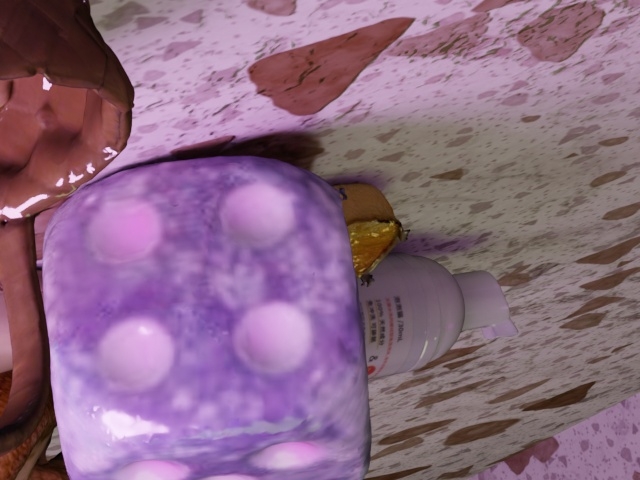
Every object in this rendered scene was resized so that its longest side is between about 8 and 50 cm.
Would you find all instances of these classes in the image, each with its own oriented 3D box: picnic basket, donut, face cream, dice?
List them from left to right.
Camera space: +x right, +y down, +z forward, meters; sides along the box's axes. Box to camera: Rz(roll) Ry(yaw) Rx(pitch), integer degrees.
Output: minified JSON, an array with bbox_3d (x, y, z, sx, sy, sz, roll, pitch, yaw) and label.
[{"bbox_3d":[-0.267,-0.006,1.112,0.337,0.337,0.293,-25,163,22],"label":"picnic basket"},{"bbox_3d":[-0.101,0.097,1.630,0.271,0.270,0.270,-6,154,-3],"label":"dice"},{"bbox_3d":[0.011,-0.004,1.855,0.146,0.078,0.181,-14,157,-17],"label":"donut"},{"bbox_3d":[0.073,0.085,2.085,0.370,0.145,0.145,-7,161,-35],"label":"face cream"}]

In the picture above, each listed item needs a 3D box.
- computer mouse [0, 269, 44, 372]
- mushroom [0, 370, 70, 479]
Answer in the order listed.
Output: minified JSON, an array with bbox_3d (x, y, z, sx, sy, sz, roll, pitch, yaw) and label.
[{"bbox_3d":[-0.333,0.085,1.760,0.236,0.082,0.145,-2,158,-46],"label":"computer mouse"},{"bbox_3d":[-0.396,0.262,1.927,0.239,0.345,0.345,15,174,20],"label":"mushroom"}]
